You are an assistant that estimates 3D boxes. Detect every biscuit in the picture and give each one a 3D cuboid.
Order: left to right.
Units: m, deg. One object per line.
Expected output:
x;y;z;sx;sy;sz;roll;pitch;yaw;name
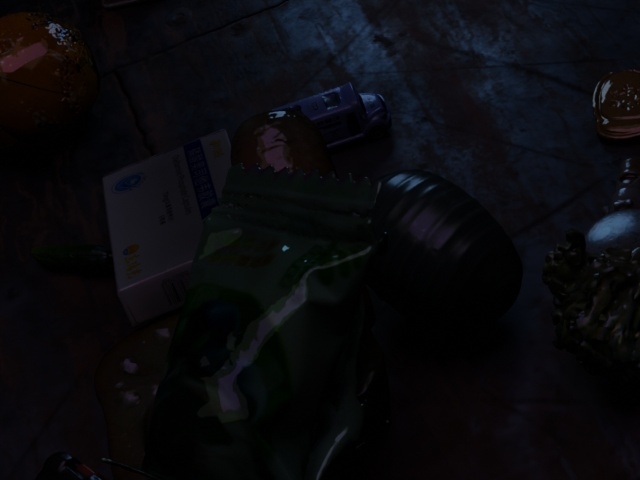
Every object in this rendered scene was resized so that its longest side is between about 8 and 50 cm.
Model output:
0.437;-0.191;1.963;0.118;0.023;0.140;-9;45;11;biscuit

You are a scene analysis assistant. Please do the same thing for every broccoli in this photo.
0.364;0.028;1.631;0.198;0.177;0.275;22;97;9;broccoli

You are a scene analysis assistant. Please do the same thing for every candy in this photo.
-0.069;0.105;1.550;0.262;0.172;0.398;9;81;34;candy

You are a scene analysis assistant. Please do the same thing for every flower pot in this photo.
0.135;0.016;1.750;0.157;0.189;0.243;-48;55;-6;flower pot

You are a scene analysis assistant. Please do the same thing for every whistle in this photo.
0.390;-0.021;1.799;0.107;0.057;0.220;-11;40;27;whistle

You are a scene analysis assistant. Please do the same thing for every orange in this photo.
-0.465;-0.249;2.213;0.234;0.182;0.234;-4;58;6;orange

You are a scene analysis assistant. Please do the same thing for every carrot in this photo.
-0.028;-0.018;1.710;0.138;0.139;0.302;-16;60;3;carrot

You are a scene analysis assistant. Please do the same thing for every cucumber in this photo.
-0.344;0.024;2.002;0.167;0.039;0.039;0;48;33;cucumber

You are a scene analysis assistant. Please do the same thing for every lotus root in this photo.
-0.104;0.196;1.725;0.374;0.111;0.390;5;50;26;lotus root

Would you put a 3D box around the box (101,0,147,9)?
-0.324;-0.456;2.432;0.122;0.062;0.089;-9;46;9;box

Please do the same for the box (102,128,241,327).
-0.189;-0.026;1.924;0.200;0.065;0.343;-22;30;-1;box

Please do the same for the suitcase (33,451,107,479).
-0.252;0.379;1.551;0.285;0.066;0.206;27;76;36;suitcase

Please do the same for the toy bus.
0.016;-0.176;2.049;0.167;0.076;0.073;-19;45;1;toy bus
